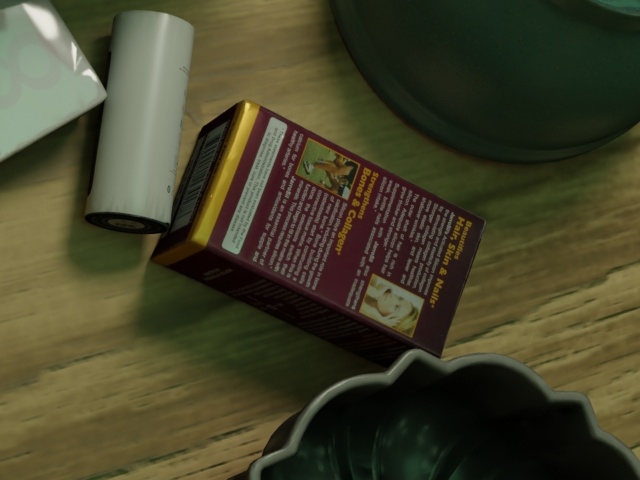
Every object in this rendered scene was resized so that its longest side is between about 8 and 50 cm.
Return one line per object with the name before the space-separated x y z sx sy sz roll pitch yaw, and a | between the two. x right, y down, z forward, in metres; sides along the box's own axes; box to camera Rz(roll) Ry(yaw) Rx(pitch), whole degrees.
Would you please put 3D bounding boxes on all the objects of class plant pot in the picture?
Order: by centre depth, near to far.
plant pot | 0.170 -0.210 1.016 0.293 0.196 0.293 2 84 -16

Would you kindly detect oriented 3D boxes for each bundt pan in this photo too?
bundt pan | 0.062 0.237 0.955 0.331 0.124 0.330 5 79 -24

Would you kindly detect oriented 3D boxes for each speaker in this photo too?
speaker | -0.114 -0.076 0.962 0.055 0.055 0.136 11 77 -23

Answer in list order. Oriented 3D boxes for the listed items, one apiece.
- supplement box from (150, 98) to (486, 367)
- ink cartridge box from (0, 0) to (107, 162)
supplement box | 0.000 0.000 0.988 0.188 0.081 0.104 26 71 -19
ink cartridge box | -0.272 -0.107 0.894 0.232 0.066 0.189 -34 96 -30
